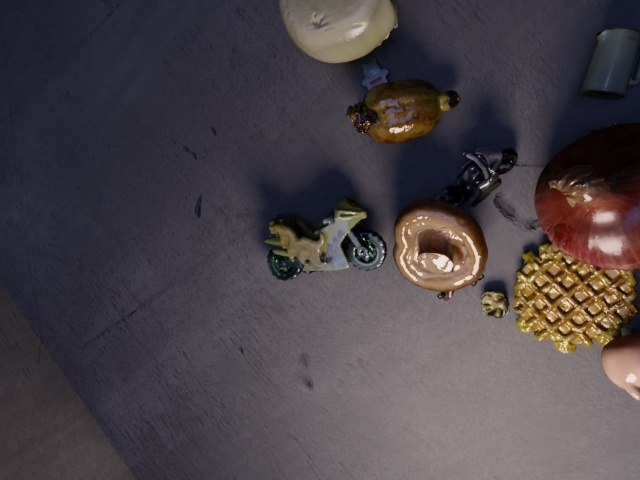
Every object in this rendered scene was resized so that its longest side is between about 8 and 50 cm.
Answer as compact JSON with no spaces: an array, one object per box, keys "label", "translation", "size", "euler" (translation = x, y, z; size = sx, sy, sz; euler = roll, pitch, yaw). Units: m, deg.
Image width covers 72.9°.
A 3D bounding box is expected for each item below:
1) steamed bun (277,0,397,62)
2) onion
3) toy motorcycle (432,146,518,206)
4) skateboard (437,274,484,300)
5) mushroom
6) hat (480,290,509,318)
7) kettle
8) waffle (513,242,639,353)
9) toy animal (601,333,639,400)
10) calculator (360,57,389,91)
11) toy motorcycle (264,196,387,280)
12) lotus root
[{"label":"steamed bun","translation":[0.050,-0.662,1.201],"size":[0.311,0.233,0.334],"euler":[-8,88,25]},{"label":"onion","translation":[0.694,-0.110,1.022],"size":[0.353,0.353,0.354],"euler":[4,101,21]},{"label":"toy motorcycle","translation":[0.411,-0.163,1.188],"size":[0.270,0.159,0.106],"euler":[-39,63,21]},{"label":"skateboard","translation":[0.414,0.123,1.288],"size":[0.080,0.067,0.151],"euler":[32,117,-18]},{"label":"mushroom","translation":[0.319,0.019,1.199],"size":[0.278,0.146,0.278],"euler":[13,124,20]},{"label":"hat","translation":[0.512,0.184,1.262],"size":[0.076,0.059,0.077],"euler":[-1,94,38]},{"label":"kettle","translation":[0.718,-0.425,1.049],"size":[0.126,0.098,0.148],"euler":[17,102,24]},{"label":"waffle","translation":[0.690,0.150,1.180],"size":[0.301,0.068,0.325],"euler":[1,102,22]},{"label":"toy animal","translation":[0.796,0.309,1.076],"size":[0.166,0.250,0.154],"euler":[-39,52,32]},{"label":"calculator","translation":[0.170,-0.472,1.300],"size":[0.094,0.019,0.141],"euler":[-21,92,26]},{"label":"toy motorcycle","translation":[0.000,0.000,1.373],"size":[0.409,0.168,0.237],"euler":[-10,94,23]},{"label":"lotus root","translation":[0.233,-0.365,1.230],"size":[0.313,0.141,0.170],"euler":[-6,103,10]}]
